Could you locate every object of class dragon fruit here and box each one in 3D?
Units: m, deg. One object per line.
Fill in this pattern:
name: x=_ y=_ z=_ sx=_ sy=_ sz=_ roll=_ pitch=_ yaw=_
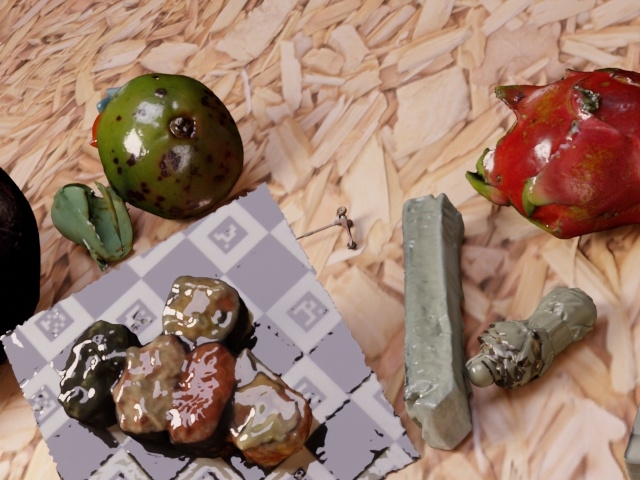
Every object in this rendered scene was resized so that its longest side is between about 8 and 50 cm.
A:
dragon fruit: x=0.271 y=-0.103 z=1.232 sx=0.200 sy=0.198 sz=0.269 roll=-43 pitch=20 yaw=-4

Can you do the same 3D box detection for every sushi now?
sushi: x=-0.127 y=0.132 z=1.126 sx=0.320 sy=0.069 sz=0.339 roll=-29 pitch=63 yaw=-2

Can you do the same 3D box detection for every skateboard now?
skateboard: x=0.000 y=0.000 z=1.414 sx=0.083 sy=0.032 sz=0.064 roll=-20 pitch=43 yaw=7

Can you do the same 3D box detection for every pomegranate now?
pomegranate: x=-0.211 y=-0.122 z=1.614 sx=0.202 sy=0.202 sz=0.248 roll=-39 pitch=3 yaw=-18

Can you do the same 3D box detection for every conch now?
conch: x=-0.302 y=-0.027 z=1.636 sx=0.106 sy=0.079 sz=0.170 roll=-41 pitch=50 yaw=-10

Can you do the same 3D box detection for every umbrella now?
umbrella: x=0.196 y=0.092 z=1.108 sx=0.143 sy=0.062 sz=0.067 roll=-30 pitch=63 yaw=-17

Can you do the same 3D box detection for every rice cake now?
rice cake: x=0.114 y=0.071 z=1.192 sx=0.063 sy=0.066 sz=0.336 roll=-16 pitch=35 yaw=17

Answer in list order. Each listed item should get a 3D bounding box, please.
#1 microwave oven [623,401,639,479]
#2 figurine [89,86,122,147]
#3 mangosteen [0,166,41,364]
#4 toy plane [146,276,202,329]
microwave oven: x=0.319 y=0.131 z=0.867 sx=0.122 sy=0.162 sz=0.208 roll=-2 pitch=40 yaw=34
figurine: x=-0.321 y=-0.193 z=1.880 sx=0.075 sy=0.068 sz=0.140 roll=-5 pitch=36 yaw=26
mangosteen: x=-0.543 y=0.066 z=1.460 sx=0.435 sy=0.382 sz=0.382 roll=-62 pitch=28 yaw=18
toy plane: x=-0.114 y=0.087 z=1.289 sx=0.082 sy=0.160 sz=0.234 roll=31 pitch=39 yaw=26
